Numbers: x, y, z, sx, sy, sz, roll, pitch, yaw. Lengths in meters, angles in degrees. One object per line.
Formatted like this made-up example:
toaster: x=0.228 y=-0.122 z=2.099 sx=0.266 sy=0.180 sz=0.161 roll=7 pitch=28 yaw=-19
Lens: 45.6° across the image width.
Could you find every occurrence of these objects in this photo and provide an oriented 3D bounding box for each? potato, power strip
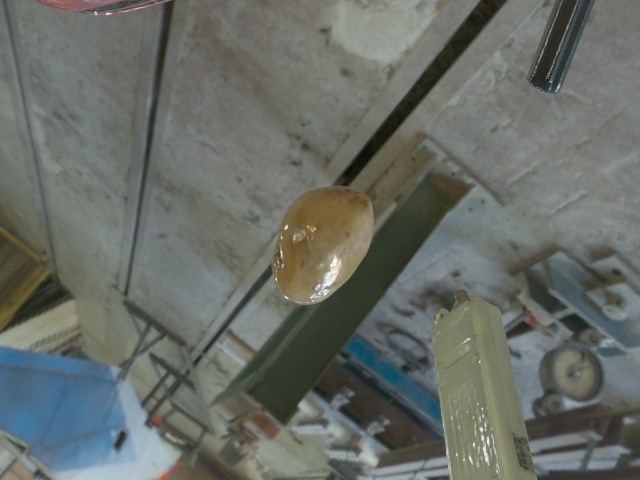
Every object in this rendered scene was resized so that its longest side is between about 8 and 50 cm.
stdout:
potato: x=0.000 y=0.003 z=0.856 sx=0.112 sy=0.147 sz=0.112 roll=27 pitch=179 yaw=0
power strip: x=0.201 y=0.200 z=0.970 sx=0.058 sy=0.338 sz=0.098 roll=24 pitch=131 yaw=-24

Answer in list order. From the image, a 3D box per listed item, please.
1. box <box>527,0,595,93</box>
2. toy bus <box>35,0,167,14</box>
box: x=0.370 y=-0.337 z=1.132 sx=0.050 sy=0.230 sz=0.160 roll=20 pitch=-162 yaw=8
toy bus: x=-0.233 y=-0.434 z=0.676 sx=0.203 sy=0.233 sz=0.427 roll=1 pitch=98 yaw=38
